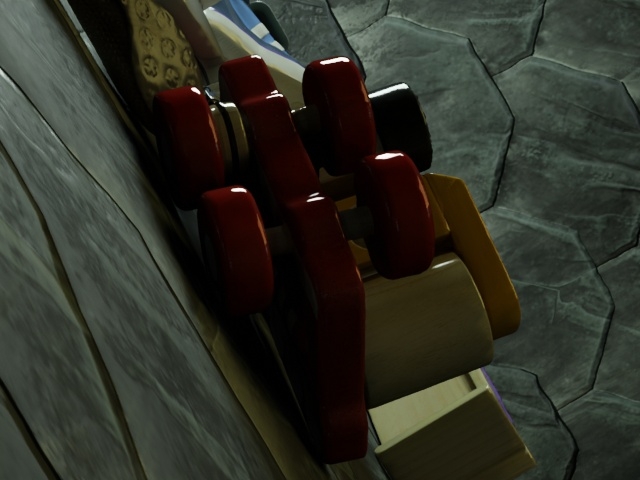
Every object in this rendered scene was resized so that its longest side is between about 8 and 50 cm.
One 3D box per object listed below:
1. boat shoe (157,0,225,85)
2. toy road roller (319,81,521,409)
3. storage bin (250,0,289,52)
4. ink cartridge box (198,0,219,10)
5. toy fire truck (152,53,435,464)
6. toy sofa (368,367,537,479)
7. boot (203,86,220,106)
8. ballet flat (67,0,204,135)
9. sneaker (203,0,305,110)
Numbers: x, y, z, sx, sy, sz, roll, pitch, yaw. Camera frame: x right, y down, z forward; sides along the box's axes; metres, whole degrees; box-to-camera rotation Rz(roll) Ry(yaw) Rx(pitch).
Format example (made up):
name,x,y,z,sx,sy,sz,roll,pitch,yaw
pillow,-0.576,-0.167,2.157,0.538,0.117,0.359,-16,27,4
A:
name,x,y,z,sx,sy,sz,roll,pitch,yaw
boat shoe,-0.147,-0.190,1.623,0.267,0.088,0.096,84,-20,-87
toy road roller,0.042,0.024,1.722,0.240,0.202,0.329,91,-23,-63
storage bin,-0.123,-0.265,2.366,0.098,0.135,0.091,60,-8,-4
ink cartridge box,-0.138,-0.276,1.697,0.062,0.181,0.104,62,4,30
toy fire truck,-0.027,0.005,1.431,0.254,0.169,0.302,91,-20,-45
toy sofa,0.137,0.196,2.045,0.177,0.150,0.362,57,4,-23
boot,-0.115,-0.109,1.796,0.106,0.082,0.219,35,6,16
ballet flat,-0.177,-0.189,1.469,0.250,0.058,0.084,60,42,-19
sneaker,-0.095,-0.227,2.043,0.323,0.130,0.236,39,23,-36
